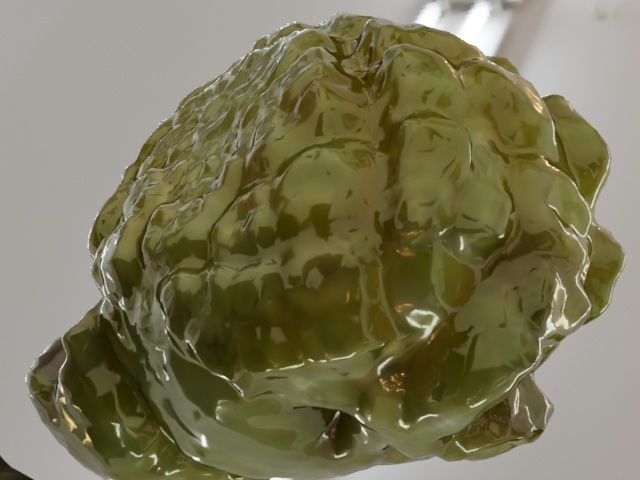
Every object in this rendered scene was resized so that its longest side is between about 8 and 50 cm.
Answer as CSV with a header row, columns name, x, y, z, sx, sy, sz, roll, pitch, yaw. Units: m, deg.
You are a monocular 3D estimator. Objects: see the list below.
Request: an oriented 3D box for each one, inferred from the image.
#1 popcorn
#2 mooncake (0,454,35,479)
name,x,y,z,sx,sy,sz,roll,pitch,yaw
popcorn,0.000,0.000,0.617,0.286,0.174,0.225,-22,-141,45
mooncake,-0.192,0.207,0.500,0.161,0.290,0.290,22,-134,-3
